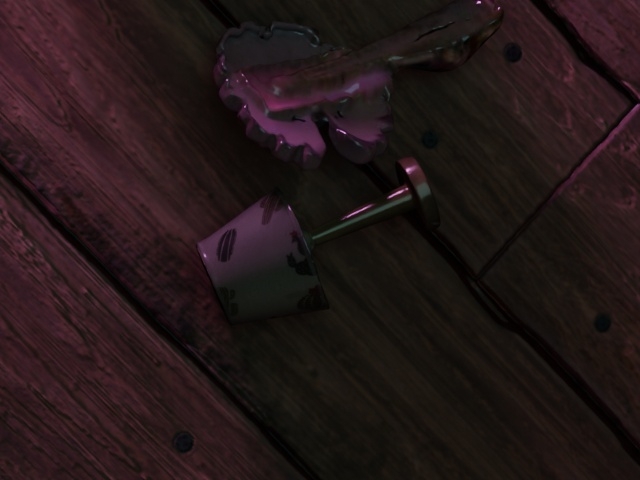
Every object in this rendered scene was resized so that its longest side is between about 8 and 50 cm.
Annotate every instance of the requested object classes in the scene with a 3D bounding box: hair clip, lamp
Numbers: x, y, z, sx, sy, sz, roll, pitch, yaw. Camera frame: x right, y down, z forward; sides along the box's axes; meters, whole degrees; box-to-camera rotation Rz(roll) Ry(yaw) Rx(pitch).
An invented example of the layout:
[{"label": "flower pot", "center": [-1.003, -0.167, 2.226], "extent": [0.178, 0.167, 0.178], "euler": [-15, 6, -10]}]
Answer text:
[{"label": "hair clip", "center": [0.039, -0.157, 1.701], "extent": [0.300, 0.069, 0.173], "euler": [-21, 59, -26]}, {"label": "lamp", "center": [0.000, 0.000, 1.661], "extent": [0.214, 0.121, 0.121], "euler": [-23, 91, -7]}]
